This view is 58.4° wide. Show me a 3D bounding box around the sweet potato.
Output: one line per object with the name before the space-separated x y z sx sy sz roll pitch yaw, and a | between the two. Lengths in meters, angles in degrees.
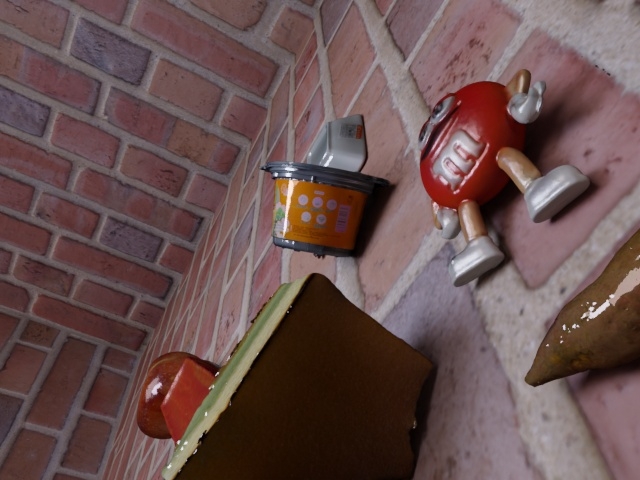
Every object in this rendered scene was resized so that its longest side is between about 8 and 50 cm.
sweet potato | 0.195 0.023 0.331 0.218 0.051 0.065 -51 24 40

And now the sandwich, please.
sandwich | -0.011 0.170 0.534 0.220 0.186 0.108 -55 11 -23

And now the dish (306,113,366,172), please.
dish | 0.019 -0.166 1.110 0.154 0.064 0.234 -56 18 32

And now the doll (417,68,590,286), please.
doll | 0.154 -0.083 0.555 0.183 0.085 0.217 -53 30 41

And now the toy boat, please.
toy boat | -0.140 0.292 0.901 0.332 0.133 0.145 12 74 62

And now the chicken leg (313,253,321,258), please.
chicken leg | 0.001 0.000 1.017 0.083 0.021 0.036 -87 17 -52

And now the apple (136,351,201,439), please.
apple | -0.335 0.362 1.338 0.201 0.162 0.201 -167 90 -78

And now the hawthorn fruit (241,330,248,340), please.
hawthorn fruit | -0.068 0.174 0.839 0.128 0.128 0.128 -56 19 31

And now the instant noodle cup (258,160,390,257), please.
instant noodle cup | -0.004 -0.042 0.871 0.208 0.177 0.126 10 92 42
